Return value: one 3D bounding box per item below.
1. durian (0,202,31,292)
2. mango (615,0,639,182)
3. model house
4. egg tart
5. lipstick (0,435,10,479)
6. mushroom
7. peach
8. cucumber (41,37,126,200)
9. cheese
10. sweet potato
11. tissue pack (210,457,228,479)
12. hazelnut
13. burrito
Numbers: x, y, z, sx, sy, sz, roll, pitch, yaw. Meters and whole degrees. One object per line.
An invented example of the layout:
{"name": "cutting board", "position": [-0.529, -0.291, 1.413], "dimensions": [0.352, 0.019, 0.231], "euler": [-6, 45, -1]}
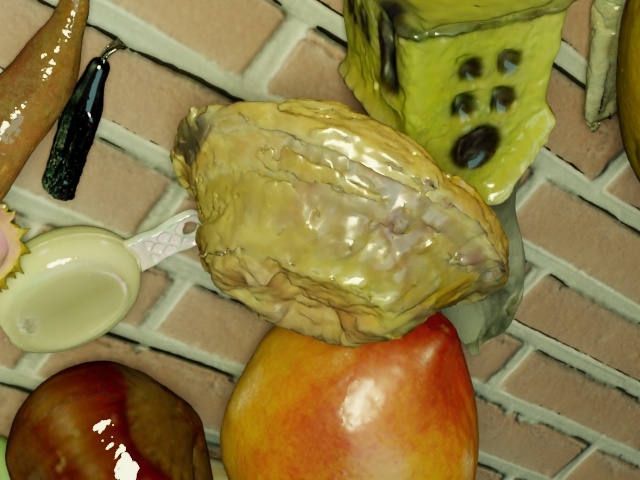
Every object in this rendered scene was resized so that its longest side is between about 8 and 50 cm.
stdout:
{"name": "durian", "position": [-0.382, 0.022, 1.017], "dimensions": [0.182, 0.165, 0.132], "euler": [-6, 101, -57]}
{"name": "mango", "position": [0.415, -0.191, 1.105], "dimensions": [0.301, 0.220, 0.445], "euler": [-52, 158, -25]}
{"name": "model house", "position": [0.122, -0.153, 1.033], "dimensions": [0.174, 0.193, 0.234], "euler": [-19, 132, -12]}
{"name": "egg tart", "position": [0.000, 0.000, 1.016], "dimensions": [0.352, 0.352, 0.150], "euler": [40, 66, -41]}
{"name": "lipstick", "position": [-0.382, 0.239, 1.214], "dimensions": [0.076, 0.076, 0.304], "euler": [-41, 131, 12]}
{"name": "mushroom", "position": [0.178, -0.026, 1.228], "dimensions": [0.109, 0.097, 0.351], "euler": [-14, 129, -14]}
{"name": "peach", "position": [0.033, 0.207, 1.224], "dimensions": [0.289, 0.289, 0.308], "euler": [-10, 153, -17]}
{"name": "cucumber", "position": [-0.219, -0.110, 1.022], "dimensions": [0.043, 0.039, 0.163], "euler": [-11, 136, -44]}
{"name": "cheese", "position": [-0.219, 0.031, 1.119], "dimensions": [0.227, 0.064, 0.137], "euler": [-27, 138, -5]}
{"name": "sweet potato", "position": [-0.287, -0.084, 0.963], "dimensions": [0.314, 0.072, 0.066], "euler": [-56, 151, -2]}
{"name": "tissue pack", "position": [-0.110, 0.368, 1.427], "dimensions": [0.222, 0.090, 0.186], "euler": [14, 118, -33]}
{"name": "hazelnut", "position": [-0.226, 0.248, 1.197], "dimensions": [0.217, 0.217, 0.252], "euler": [-27, 113, -1]}
{"name": "burrito", "position": [0.304, -0.196, 1.174], "dimensions": [0.058, 0.045, 0.188], "euler": [-31, 136, -32]}
